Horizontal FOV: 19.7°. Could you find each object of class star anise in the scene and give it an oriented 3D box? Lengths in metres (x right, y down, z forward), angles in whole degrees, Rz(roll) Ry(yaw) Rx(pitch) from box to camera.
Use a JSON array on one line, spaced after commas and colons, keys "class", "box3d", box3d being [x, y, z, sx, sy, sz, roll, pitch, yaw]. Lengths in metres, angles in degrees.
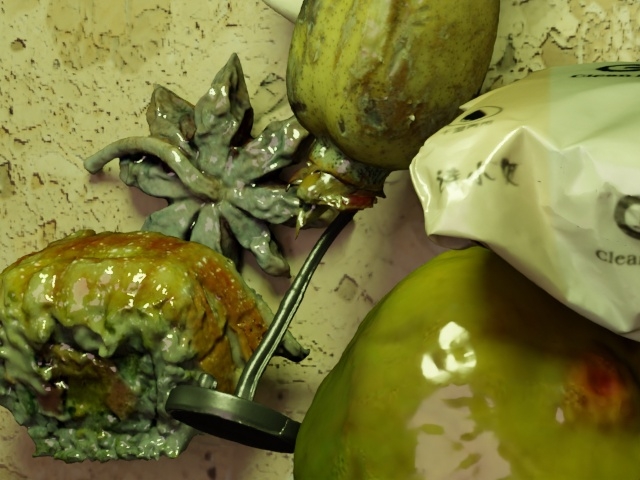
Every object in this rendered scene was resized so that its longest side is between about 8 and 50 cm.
[{"class": "star anise", "box3d": [-0.102, -0.051, 1.613, 0.262, 0.081, 0.230, 11, 110, 18]}]

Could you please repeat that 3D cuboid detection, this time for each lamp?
[{"class": "lamp", "box3d": [0.020, 0.028, 1.522, 0.130, 0.108, 0.371, -1, 46, 49]}]

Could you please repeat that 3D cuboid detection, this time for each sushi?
[{"class": "sushi", "box3d": [-0.164, 0.092, 1.569, 0.274, 0.139, 0.184, -1, 111, 28]}]

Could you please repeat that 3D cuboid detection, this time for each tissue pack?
[{"class": "tissue pack", "box3d": [0.279, -0.029, 1.334, 0.375, 0.390, 0.195, 11, 107, 13]}]

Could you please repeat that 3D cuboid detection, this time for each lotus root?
[{"class": "lotus root", "box3d": [0.049, -0.129, 1.430, 0.154, 0.154, 0.278, 24, 108, 20]}]

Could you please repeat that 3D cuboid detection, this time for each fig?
[{"class": "fig", "box3d": [0.130, 0.177, 1.399, 0.343, 0.343, 0.343, -1, 87, 20]}]

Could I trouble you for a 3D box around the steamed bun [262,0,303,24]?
[{"class": "steamed bun", "box3d": [0.041, -0.293, 1.537, 0.241, 0.146, 0.164, -34, 84, 15]}]
